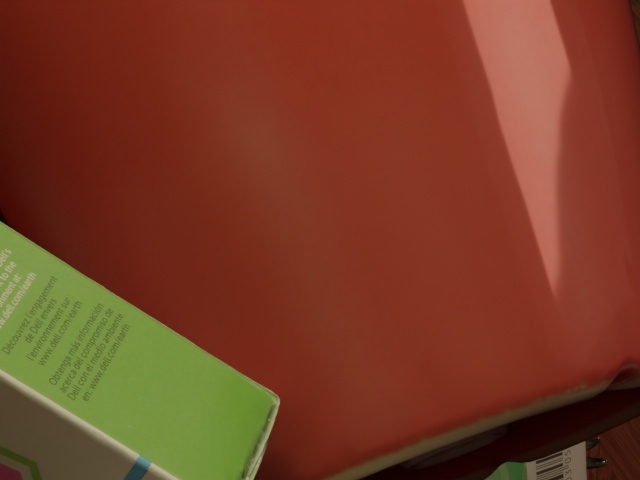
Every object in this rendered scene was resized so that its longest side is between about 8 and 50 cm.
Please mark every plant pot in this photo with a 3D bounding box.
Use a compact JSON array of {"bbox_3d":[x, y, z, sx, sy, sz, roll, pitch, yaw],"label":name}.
[{"bbox_3d":[0.007,-0.028,0.738,0.275,0.275,0.243,18,50,-69],"label":"plant pot"}]

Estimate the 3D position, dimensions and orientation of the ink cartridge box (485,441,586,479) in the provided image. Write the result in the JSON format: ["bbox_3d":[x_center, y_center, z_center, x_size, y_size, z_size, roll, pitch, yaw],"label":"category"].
[{"bbox_3d":[0.060,0.061,1.151,0.225,0.056,0.181,14,-66,50],"label":"ink cartridge box"}]

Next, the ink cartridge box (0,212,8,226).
[{"bbox_3d":[-0.155,-0.003,0.805,0.134,0.078,0.231,39,20,-48],"label":"ink cartridge box"}]

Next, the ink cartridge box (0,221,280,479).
[{"bbox_3d":[-0.131,0.044,0.618,0.209,0.109,0.062,33,36,-6],"label":"ink cartridge box"}]

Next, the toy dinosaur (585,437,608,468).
[{"bbox_3d":[0.124,0.134,1.385,0.295,0.127,0.200,-49,140,-61],"label":"toy dinosaur"}]
